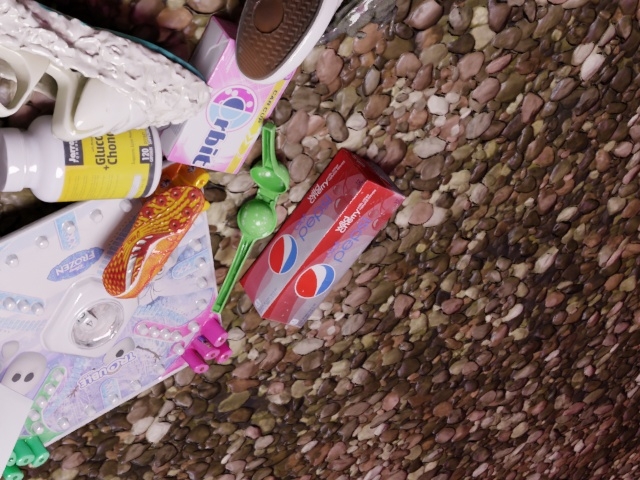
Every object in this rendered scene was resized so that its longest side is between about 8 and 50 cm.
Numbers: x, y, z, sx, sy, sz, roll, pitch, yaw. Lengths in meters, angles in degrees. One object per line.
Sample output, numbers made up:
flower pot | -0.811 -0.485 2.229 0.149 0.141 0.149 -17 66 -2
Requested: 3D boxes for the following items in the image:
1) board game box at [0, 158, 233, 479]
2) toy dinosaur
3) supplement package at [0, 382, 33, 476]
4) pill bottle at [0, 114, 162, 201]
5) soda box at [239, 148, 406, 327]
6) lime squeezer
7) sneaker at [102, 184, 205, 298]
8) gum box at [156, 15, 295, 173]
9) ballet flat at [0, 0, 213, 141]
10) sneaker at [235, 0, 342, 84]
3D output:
board game box | -0.301 0.114 1.498 0.390 0.050 0.390 -29 140 -25
toy dinosaur | 0.083 -0.308 1.379 0.268 0.064 0.118 -36 173 24
supplement package | -0.519 0.282 1.357 0.199 0.198 0.262 33 131 -18
pill bottle | -0.290 -0.098 1.325 0.184 0.103 0.103 -5 130 -30
soda box | 0.000 0.000 1.618 0.092 0.083 0.263 21 114 -44
lime squeezer | -0.083 -0.040 1.514 0.058 0.110 0.310 16 123 -5
sneaker | -0.209 -0.001 1.407 0.175 0.064 0.067 -48 166 6
gum box | -0.122 -0.174 1.394 0.107 0.062 0.188 11 121 -39
ballet flat | -0.304 -0.182 1.203 0.409 0.147 0.147 22 114 -38
sneaker | 0.008 -0.303 1.303 0.290 0.106 0.123 -60 153 9
